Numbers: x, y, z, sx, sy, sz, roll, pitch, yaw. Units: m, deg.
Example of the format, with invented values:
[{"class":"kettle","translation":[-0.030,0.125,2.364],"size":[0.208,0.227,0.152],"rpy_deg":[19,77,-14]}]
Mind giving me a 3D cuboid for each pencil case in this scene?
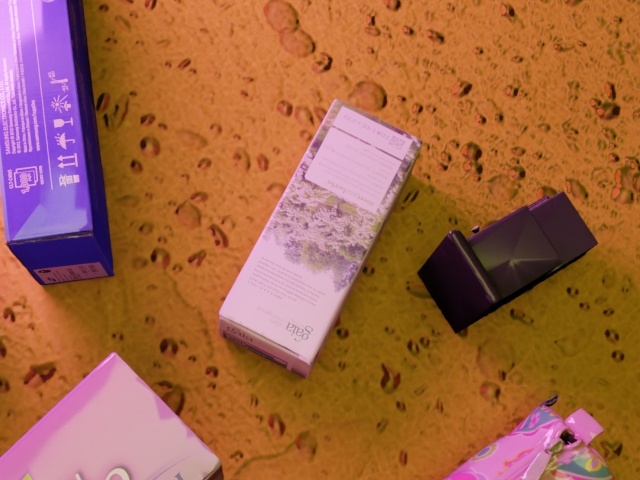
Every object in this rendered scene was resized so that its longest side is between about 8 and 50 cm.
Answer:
[{"class":"pencil case","translation":[0.126,0.255,0.980],"size":[0.284,0.124,0.124],"rpy_deg":[-32,81,-11]}]

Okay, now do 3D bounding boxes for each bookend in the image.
[{"class":"bookend","translation":[0.183,0.005,1.032],"size":[0.156,0.157,0.072],"rpy_deg":[-30,81,-11]}]

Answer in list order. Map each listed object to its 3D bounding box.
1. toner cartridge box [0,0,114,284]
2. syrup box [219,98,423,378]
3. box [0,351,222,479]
[{"class":"toner cartridge box","translation":[-0.250,-0.146,1.028],"size":[0.075,0.165,0.348],"rpy_deg":[-8,76,-7]},{"class":"syrup box","translation":[0.000,0.000,1.048],"size":[0.093,0.096,0.237],"rpy_deg":[26,75,4]},{"class":"box","translation":[-0.192,0.219,0.900],"size":[0.117,0.243,0.213],"rpy_deg":[45,77,6]}]
